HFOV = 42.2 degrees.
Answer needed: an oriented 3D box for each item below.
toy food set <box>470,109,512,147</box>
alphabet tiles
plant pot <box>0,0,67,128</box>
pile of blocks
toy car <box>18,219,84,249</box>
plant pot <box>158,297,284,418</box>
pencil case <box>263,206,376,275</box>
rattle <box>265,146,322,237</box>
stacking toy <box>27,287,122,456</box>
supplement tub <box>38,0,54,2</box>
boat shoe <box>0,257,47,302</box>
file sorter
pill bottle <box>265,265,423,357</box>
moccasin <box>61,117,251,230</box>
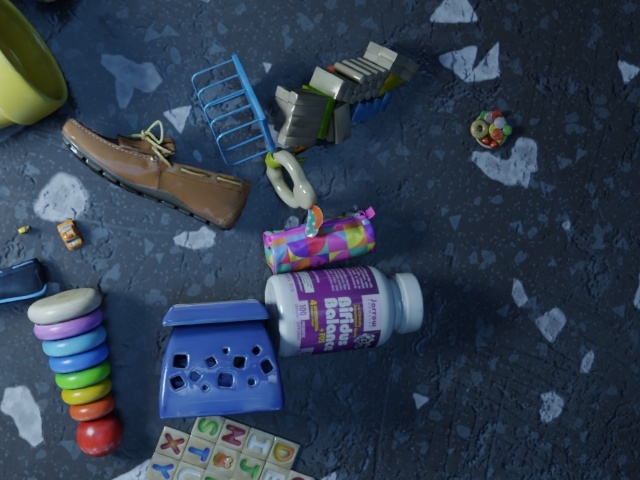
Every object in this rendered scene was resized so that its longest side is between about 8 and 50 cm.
[{"bbox_3d":[0.373,-0.243,1.810,0.083,0.020,0.082,44,84,-9],"label":"toy food set"},{"bbox_3d":[-0.197,0.524,1.743,0.342,0.011,0.285,22,88,-10],"label":"alphabet tiles"},{"bbox_3d":[-0.640,-0.298,1.525,0.239,0.254,0.254,-30,97,8],"label":"plant pot"},{"bbox_3d":[0.035,-0.299,1.702,0.362,0.112,0.149,-28,135,-28],"label":"pile of blocks"},{"bbox_3d":[-0.535,-0.005,1.645,0.121,0.040,0.060,-9,94,-10],"label":"toy car"},{"bbox_3d":[-0.201,0.224,1.625,0.235,0.236,0.212,-4,86,-10],"label":"plant pot"},{"bbox_3d":[0.000,0.000,1.713,0.236,0.104,0.105,-16,95,-10],"label":"pencil case"},{"bbox_3d":[-0.013,-0.115,1.684,0.142,0.130,0.200,-20,54,-40],"label":"rattle"},{"bbox_3d":[-0.465,0.267,1.636,0.141,0.141,0.331,-13,102,-9],"label":"stacking toy"},{"bbox_3d":[-0.517,-0.624,1.545,0.193,0.193,0.316,26,88,-10],"label":"supplement tub"},{"bbox_3d":[-0.668,0.088,1.607,0.258,0.109,0.089,-9,87,-26],"label":"boat shoe"},{"bbox_3d":[-0.171,-0.250,1.629,0.104,0.118,0.170,-23,63,-3],"label":"file sorter"},{"bbox_3d":[0.048,0.140,1.688,0.301,0.169,0.169,-5,93,-14],"label":"pill bottle"},{"bbox_3d":[-0.317,-0.151,1.629,0.379,0.139,0.147,23,87,-11],"label":"moccasin"}]
